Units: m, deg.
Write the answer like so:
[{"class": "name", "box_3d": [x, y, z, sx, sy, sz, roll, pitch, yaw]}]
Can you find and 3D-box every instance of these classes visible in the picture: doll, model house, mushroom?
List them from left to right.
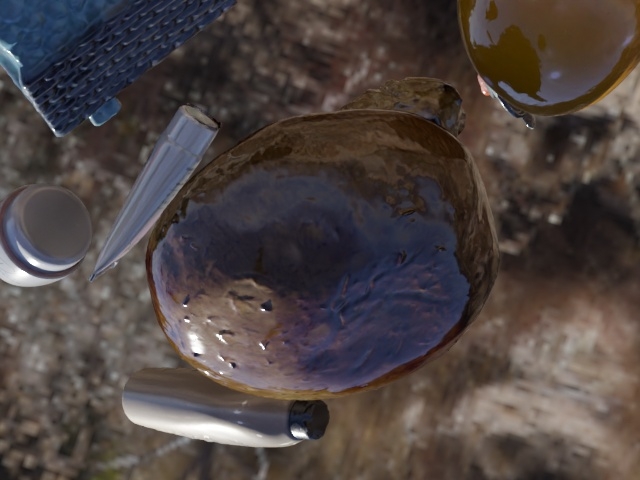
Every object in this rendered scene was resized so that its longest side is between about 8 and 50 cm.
[{"class": "model house", "box_3d": [-0.283, -0.343, 2.169, 0.297, 0.360, 0.339, 44, 169, 48]}, {"class": "mushroom", "box_3d": [0.007, 0.019, 1.493, 0.345, 0.345, 0.239, 25, -164, -28]}, {"class": "doll", "box_3d": [0.196, -0.237, 1.494, 0.236, 0.213, 0.213, 35, 168, -1]}]

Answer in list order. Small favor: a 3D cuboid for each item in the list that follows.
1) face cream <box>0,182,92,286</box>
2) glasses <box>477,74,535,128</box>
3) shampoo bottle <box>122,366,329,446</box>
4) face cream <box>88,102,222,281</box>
[{"class": "face cream", "box_3d": [-0.330, -0.005, 1.952, 0.117, 0.117, 0.104, 24, 147, -27]}, {"class": "glasses", "box_3d": [0.301, -0.249, 1.960, 0.268, 0.118, 0.234, -28, 163, 14]}, {"class": "shampoo bottle", "box_3d": [-0.097, 0.180, 1.801, 0.257, 0.078, 0.127, 5, 176, 39]}, {"class": "face cream", "box_3d": [-0.209, -0.056, 2.065, 0.058, 0.243, 0.092, 35, -165, 5]}]
